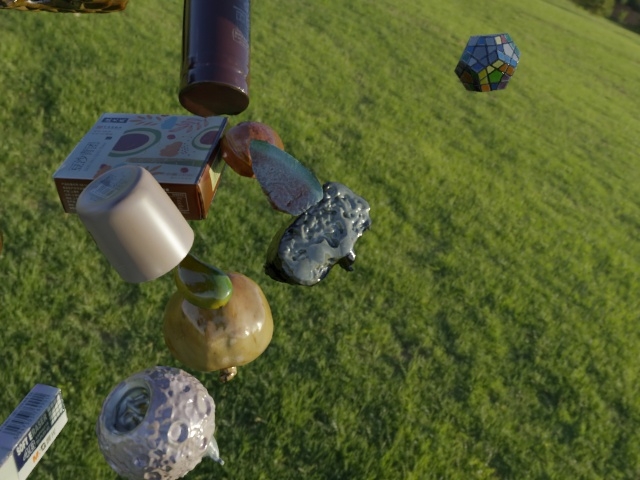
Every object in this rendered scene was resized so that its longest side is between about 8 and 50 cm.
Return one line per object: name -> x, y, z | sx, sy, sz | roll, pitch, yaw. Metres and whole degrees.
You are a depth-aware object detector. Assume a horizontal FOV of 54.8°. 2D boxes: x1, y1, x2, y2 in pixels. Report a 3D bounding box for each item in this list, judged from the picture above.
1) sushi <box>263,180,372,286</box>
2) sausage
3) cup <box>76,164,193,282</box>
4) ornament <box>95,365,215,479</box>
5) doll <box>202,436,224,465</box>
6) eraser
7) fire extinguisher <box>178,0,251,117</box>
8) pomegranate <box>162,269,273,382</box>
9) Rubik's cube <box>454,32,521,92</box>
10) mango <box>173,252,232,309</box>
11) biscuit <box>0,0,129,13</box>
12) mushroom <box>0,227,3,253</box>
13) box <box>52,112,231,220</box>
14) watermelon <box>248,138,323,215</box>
sushi -> 0.000, 0.000, 1.804 | 0.234, 0.207, 0.348 | 46, 70, -8
sausage -> -0.185, -0.251, 1.703 | 0.141, 0.153, 0.268 | 47, 8, -1
cup -> -0.419, -0.060, 1.376 | 0.192, 0.200, 0.253 | -27, 37, -2
ornament -> -0.358, 0.413, 1.385 | 0.225, 0.259, 0.259 | 51, 1, -44
doll -> -0.330, 0.492, 1.576 | 0.227, 0.102, 0.075 | 41, 73, 7
eraser -> -0.742, 0.499, 1.526 | 0.086, 0.130, 0.287 | 9, 27, 6
fire extinguisher -> -0.172, -0.374, 1.040 | 0.114, 0.135, 0.337 | -2, 72, 1
pomegranate -> -0.363, 0.307, 2.214 | 0.412, 0.411, 0.411 | 17, 27, -9
Rubik's cube -> 0.286, -0.305, 1.059 | 0.111, 0.111, 0.093 | 37, 13, 28
mango -> -0.333, 0.121, 1.724 | 0.191, 0.122, 0.085 | 27, -6, 18
biscuit -> -0.596, -0.573, 1.389 | 0.367, 0.115, 0.268 | 7, 17, 13
mushroom -> -0.818, -0.016, 1.177 | 0.331, 0.356, 0.334 | -35, 42, -23
box -> -0.469, -0.214, 1.703 | 0.386, 0.122, 0.344 | 3, 40, 5
watermelon -> -0.082, -0.126, 1.245 | 0.094, 0.081, 0.180 | -29, 77, -34
